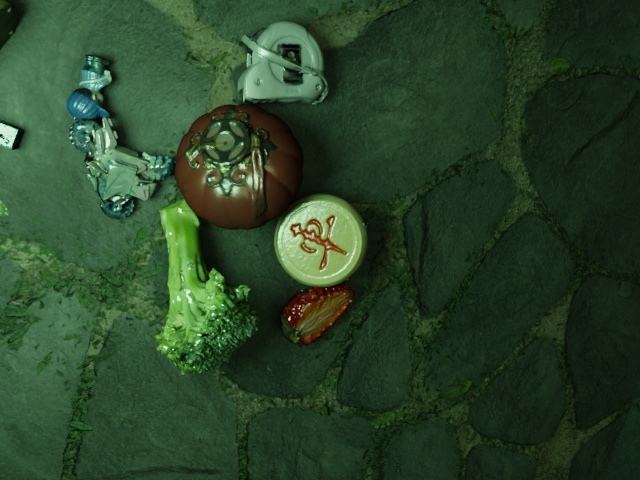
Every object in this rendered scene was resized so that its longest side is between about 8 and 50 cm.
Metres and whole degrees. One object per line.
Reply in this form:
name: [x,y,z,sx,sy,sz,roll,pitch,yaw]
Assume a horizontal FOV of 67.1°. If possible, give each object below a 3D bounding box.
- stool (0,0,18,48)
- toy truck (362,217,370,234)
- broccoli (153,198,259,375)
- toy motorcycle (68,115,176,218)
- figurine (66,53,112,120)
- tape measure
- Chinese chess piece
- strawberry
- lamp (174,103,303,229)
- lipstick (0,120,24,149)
stool: [-0.757,-0.472,0.918,0.264,0.179,0.179,38,88,-22]
toy truck: [0.073,0.023,1.376,0.088,0.074,0.202,19,96,-27]
broccoli: [-0.314,0.133,1.190,0.274,0.397,0.353,4,127,-56]
toy motorcycle: [-0.447,-0.182,1.133,0.203,0.108,0.239,-18,136,-11]
figurine: [-0.516,-0.340,1.089,0.086,0.087,0.149,15,98,16]
tape measure: [-0.090,-0.434,1.194,0.236,0.120,0.197,-7,102,-22]
Chinese chess piece: [0.000,0.000,1.283,0.250,0.097,0.251,1,95,6]
strawberry: [-0.021,0.184,1.365,0.236,0.111,0.190,-31,141,-27]
lamp: [-0.189,-0.173,1.135,0.302,0.257,0.304,-2,72,5]
lipstick: [-0.806,-0.276,1.015,0.312,0.051,0.051,21,97,-20]
